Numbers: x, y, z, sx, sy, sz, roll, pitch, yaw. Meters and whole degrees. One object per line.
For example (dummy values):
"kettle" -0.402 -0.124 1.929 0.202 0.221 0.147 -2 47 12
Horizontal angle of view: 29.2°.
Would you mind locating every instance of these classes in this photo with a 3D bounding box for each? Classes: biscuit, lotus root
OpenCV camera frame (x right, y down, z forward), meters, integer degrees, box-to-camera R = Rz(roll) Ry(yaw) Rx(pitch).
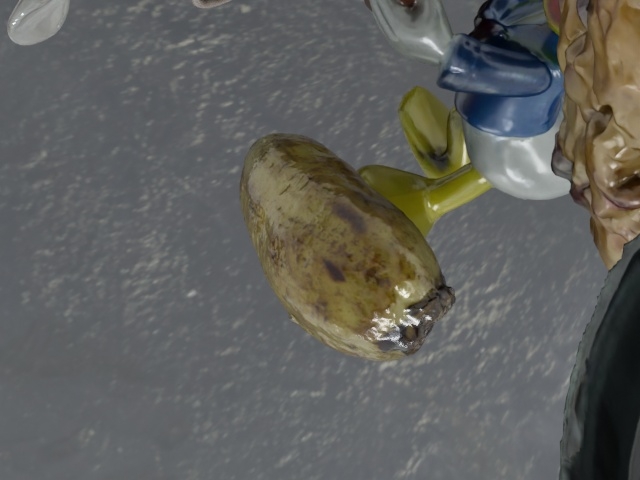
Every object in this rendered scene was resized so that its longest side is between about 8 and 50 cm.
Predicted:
"biscuit" 0.150 -0.133 0.548 0.081 0.289 0.334 4 141 20
"lotus root" 0.000 0.000 0.852 0.258 0.097 0.110 46 129 55

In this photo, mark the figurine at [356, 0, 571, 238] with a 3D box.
"figurine" 0.150 -0.162 0.867 0.338 0.205 0.283 -25 121 34

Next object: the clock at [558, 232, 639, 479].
"clock" 0.205 0.033 0.263 0.312 0.313 0.061 -19 123 25

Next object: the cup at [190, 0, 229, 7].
"cup" -0.024 -0.347 1.090 0.288 0.273 0.208 -10 102 45

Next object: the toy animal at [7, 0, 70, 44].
"toy animal" -0.279 -0.298 1.191 0.127 0.193 0.178 44 88 1
